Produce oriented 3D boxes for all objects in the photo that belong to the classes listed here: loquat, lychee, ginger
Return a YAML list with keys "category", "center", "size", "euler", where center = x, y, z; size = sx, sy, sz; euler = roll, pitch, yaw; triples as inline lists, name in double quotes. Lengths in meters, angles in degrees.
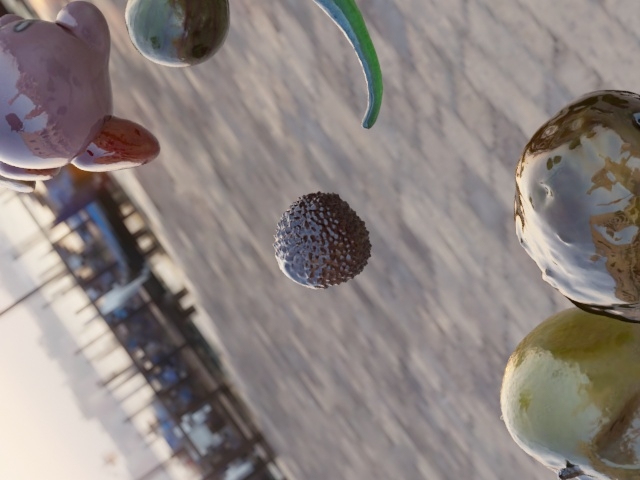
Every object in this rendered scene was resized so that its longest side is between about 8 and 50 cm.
- category: "loquat"
  center: [0.296, 0.172, 1.588]
  size: [0.213, 0.213, 0.213]
  euler: [53, 170, 13]
- category: "lychee"
  center: [0.002, 0.001, 1.844]
  size: [0.123, 0.123, 0.129]
  euler: [50, 151, 24]
- category: "ginger"
  center: [0.252, -0.018, 1.152]
  size: [0.321, 0.172, 0.165]
  euler: [15, -121, -47]

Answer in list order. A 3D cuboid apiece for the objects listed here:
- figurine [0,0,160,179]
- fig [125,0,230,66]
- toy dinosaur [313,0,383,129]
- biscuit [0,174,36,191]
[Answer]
- category: "figurine"
  center: [-0.405, -0.193, 2.155]
  size: [0.211, 0.269, 0.261]
  euler: [-44, -54, -59]
- category: "fig"
  center: [-0.148, -0.315, 1.728]
  size: [0.124, 0.124, 0.236]
  euler: [41, 120, 54]
- category: "toy dinosaur"
  center: [-0.117, -0.372, 1.830]
  size: [0.144, 0.374, 0.500]
  euler: [153, 109, -65]
- category: "biscuit"
  center: [-0.628, -0.150, 2.453]
  size: [0.324, 0.049, 0.205]
  euler: [27, 174, -20]
